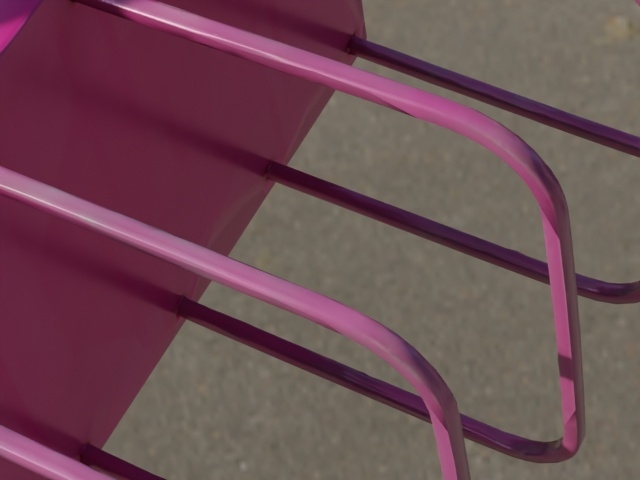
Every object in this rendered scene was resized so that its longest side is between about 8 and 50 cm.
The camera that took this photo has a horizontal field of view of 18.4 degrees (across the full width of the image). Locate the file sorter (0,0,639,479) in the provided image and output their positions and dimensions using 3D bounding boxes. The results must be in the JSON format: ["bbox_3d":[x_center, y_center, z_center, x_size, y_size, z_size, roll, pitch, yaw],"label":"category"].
[{"bbox_3d":[0.000,0.000,0.623,0.182,0.202,0.291,22,62,21],"label":"file sorter"}]
